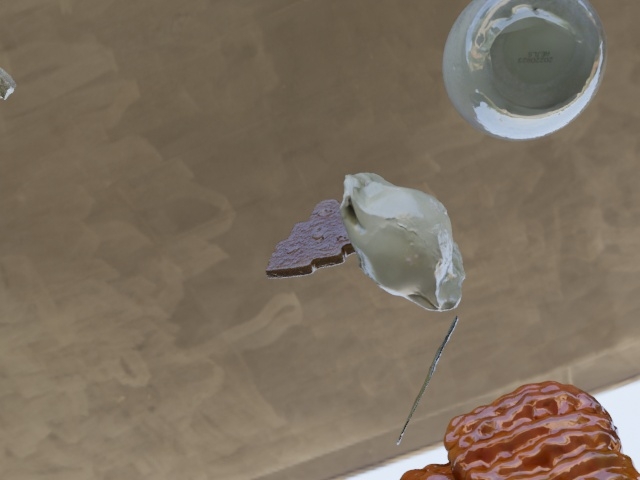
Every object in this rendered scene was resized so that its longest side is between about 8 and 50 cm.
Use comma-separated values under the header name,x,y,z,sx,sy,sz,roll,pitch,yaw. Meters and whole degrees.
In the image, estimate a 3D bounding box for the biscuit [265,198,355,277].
name,x,y,z,sx,sy,sz,roll,pitch,yaw
biscuit,0.001,0.001,1.592,0.301,0.278,0.043,-31,-59,-10

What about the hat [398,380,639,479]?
name,x,y,z,sx,sy,sz,roll,pitch,yaw
hat,0.148,0.333,0.662,0.400,0.285,0.285,-28,-57,-2

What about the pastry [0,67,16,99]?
name,x,y,z,sx,sy,sz,roll,pitch,yaw
pastry,-0.362,-0.134,0.582,0.121,0.258,0.089,38,-79,-11

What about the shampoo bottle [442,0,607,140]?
name,x,y,z,sx,sy,sz,roll,pitch,yaw
shampoo bottle,0.413,-0.368,1.397,0.323,0.317,0.322,0,-88,7

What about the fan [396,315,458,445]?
name,x,y,z,sx,sy,sz,roll,pitch,yaw
fan,0.217,0.281,1.395,0.011,0.229,0.335,25,-58,11

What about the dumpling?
name,x,y,z,sx,sy,sz,roll,pitch,yaw
dumpling,0.131,-0.013,1.048,0.258,0.193,0.147,44,-51,-9
